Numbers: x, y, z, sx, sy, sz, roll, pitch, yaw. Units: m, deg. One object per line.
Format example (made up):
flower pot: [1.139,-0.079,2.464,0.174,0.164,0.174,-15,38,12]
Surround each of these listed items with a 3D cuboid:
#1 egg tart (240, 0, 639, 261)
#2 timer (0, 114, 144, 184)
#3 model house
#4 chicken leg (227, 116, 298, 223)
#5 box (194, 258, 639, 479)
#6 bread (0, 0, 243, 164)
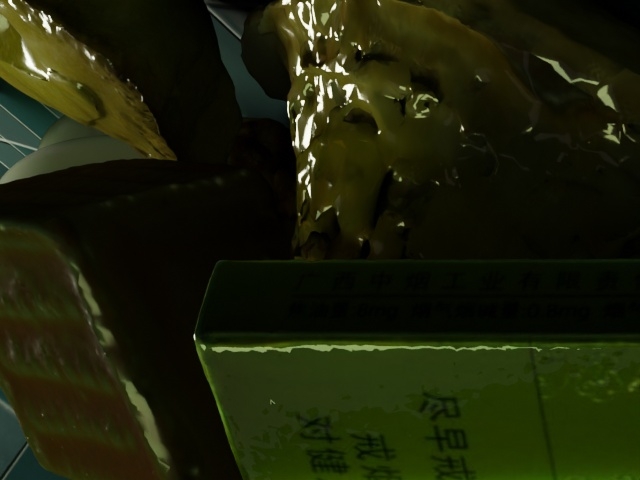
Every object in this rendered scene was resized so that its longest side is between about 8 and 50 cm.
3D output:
egg tart: [0.095,0.018,0.797,0.341,0.129,0.341,34,170,6]
timer: [-0.107,0.009,1.278,0.233,0.240,0.233,7,150,4]
model house: [-0.091,0.046,0.921,0.239,0.173,0.268,28,164,-38]
chicken leg: [-0.002,-0.001,1.127,0.207,0.085,0.101,33,161,-38]
box: [0.126,0.077,0.669,0.311,0.043,0.173,-1,136,17]
bread: [-0.133,-0.124,0.975,0.233,0.088,0.161,35,164,16]
